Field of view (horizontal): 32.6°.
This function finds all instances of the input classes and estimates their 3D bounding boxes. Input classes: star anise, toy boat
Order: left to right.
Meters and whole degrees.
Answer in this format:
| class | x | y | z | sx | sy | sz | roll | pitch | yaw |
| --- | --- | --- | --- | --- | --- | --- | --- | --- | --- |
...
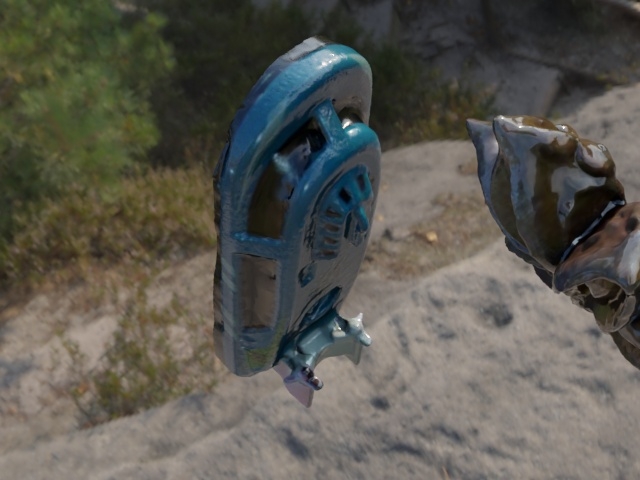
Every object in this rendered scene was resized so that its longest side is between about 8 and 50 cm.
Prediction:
| class | x | y | z | sx | sy | sz | roll | pitch | yaw |
| --- | --- | --- | --- | --- | --- | --- | --- | --- | --- |
| toy boat | 0.000 | 0.000 | 0.743 | 0.092 | 0.299 | 0.134 | 38 | 59 | 20 |
| star anise | 0.149 | -0.001 | 0.603 | 0.073 | 0.212 | 0.197 | -44 | 68 | 5 |
